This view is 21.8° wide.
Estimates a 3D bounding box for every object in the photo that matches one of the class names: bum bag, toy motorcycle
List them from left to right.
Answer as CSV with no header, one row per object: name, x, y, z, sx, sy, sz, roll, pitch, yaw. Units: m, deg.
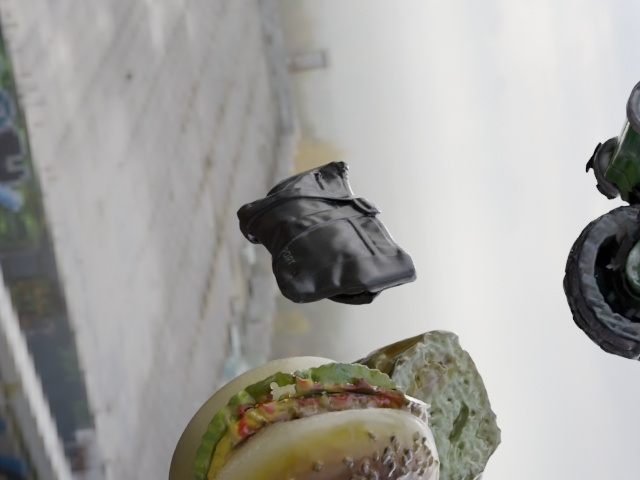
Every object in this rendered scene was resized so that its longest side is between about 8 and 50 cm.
bum bag,0.000,0.000,1.106,0.198,0.087,0.049,-125,-159,-63
toy motorcycle,0.161,-0.035,0.620,0.074,0.106,0.190,100,11,-73

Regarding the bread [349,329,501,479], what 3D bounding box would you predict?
bread,0.031,0.176,1.343,0.267,0.130,0.152,-32,-143,54

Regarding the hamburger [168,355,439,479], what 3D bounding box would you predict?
hamburger,-0.006,0.112,0.767,0.081,0.126,0.141,46,-52,51
